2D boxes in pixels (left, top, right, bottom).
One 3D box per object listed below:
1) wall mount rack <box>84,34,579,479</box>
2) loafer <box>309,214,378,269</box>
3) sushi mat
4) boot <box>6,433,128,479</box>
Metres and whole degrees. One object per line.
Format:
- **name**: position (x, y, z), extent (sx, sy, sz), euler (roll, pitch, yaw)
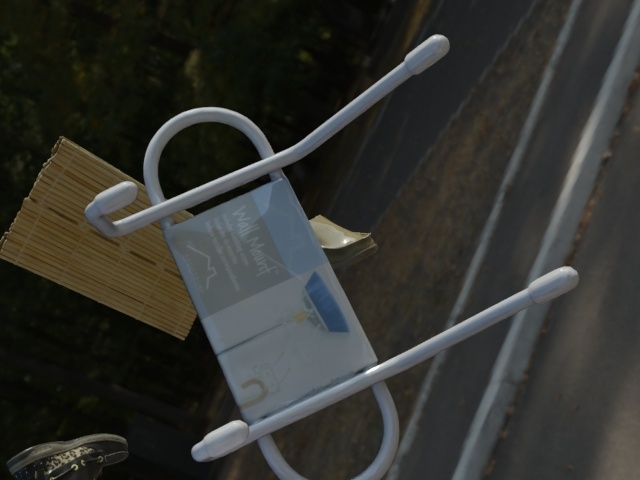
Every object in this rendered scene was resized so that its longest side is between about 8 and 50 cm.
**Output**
- **wall mount rack**: position (0.003, 0.013, 0.778), extent (0.304, 0.350, 0.130), euler (-25, -11, -7)
- **loafer**: position (0.000, 0.000, 1.121), extent (0.148, 0.050, 0.056), euler (1, 22, 44)
- **sushi mat**: position (-0.236, 0.007, 1.222), extent (0.019, 0.316, 0.151), euler (28, 86, 43)
- **boot**: position (-0.373, 0.405, 1.588), extent (0.085, 0.178, 0.236), euler (-37, -21, 23)
